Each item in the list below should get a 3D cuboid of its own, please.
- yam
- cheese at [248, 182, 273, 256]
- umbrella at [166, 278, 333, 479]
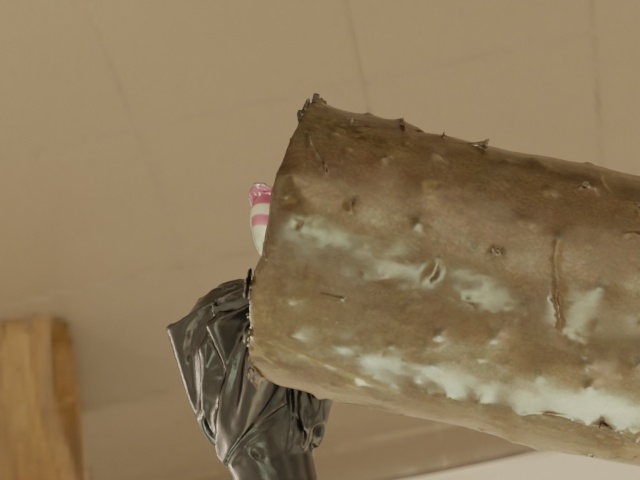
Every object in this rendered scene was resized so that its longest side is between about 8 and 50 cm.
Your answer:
[{"bbox_3d":[0.093,0.024,0.768,0.238,0.128,0.129,11,149,6],"label":"yam"},{"bbox_3d":[0.000,0.000,1.545,0.155,0.062,0.244,44,161,-6],"label":"cheese"},{"bbox_3d":[-0.026,0.193,1.210,0.118,0.340,0.118,-10,168,-2],"label":"umbrella"}]
